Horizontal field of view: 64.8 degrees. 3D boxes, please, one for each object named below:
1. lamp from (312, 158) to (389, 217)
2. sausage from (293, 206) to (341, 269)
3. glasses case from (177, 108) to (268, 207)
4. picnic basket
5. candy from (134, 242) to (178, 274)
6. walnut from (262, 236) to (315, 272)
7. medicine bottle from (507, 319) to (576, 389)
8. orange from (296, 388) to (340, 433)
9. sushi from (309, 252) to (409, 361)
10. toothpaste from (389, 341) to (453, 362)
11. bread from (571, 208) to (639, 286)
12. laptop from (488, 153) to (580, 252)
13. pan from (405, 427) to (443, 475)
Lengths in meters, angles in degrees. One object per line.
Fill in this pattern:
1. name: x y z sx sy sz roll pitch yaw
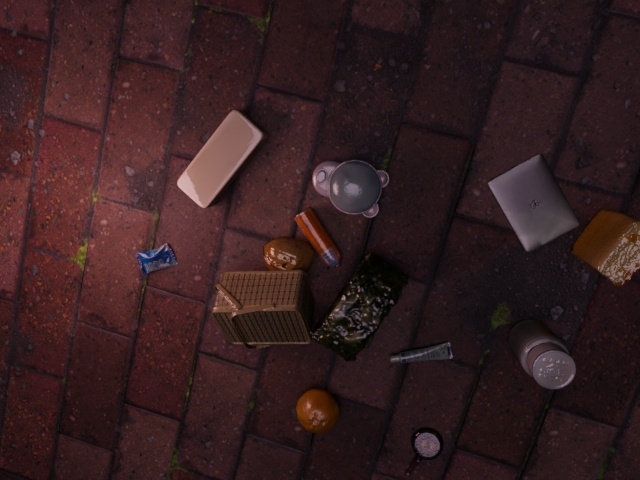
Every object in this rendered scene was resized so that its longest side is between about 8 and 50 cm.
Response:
1. lamp: 0.089 -0.181 1.645 0.245 0.108 0.180 20 99 5
2. sausage: 0.000 0.000 1.711 0.071 0.071 0.234 -32 93 13
3. glasses case: -0.332 -0.274 1.709 0.144 0.076 0.336 43 104 -1
4. picnic basket: -0.189 0.235 1.684 0.312 0.176 0.228 -2 140 10
5. candy: -0.597 0.067 1.835 0.136 0.038 0.088 -18 101 2
6. walnut: -0.112 0.058 1.708 0.180 0.144 0.144 18 103 -3
7. medicine bottle: 0.684 0.351 1.571 0.143 0.258 0.144 1 101 8
8. orange: -0.010 0.610 1.792 0.158 0.136 0.159 1 102 6
9. sushi: 0.126 0.219 1.620 0.178 0.294 0.352 35 105 6
10. toothpaste: 0.348 0.397 1.748 0.215 0.037 0.062 -10 98 7
11. bread: 0.856 0.016 1.475 0.114 0.274 0.185 34 104 5
12. laptop: 0.680 -0.117 1.610 0.187 0.015 0.269 -30 95 13
13. pan: 0.358 0.770 1.813 0.114 0.040 0.212 30 103 8
